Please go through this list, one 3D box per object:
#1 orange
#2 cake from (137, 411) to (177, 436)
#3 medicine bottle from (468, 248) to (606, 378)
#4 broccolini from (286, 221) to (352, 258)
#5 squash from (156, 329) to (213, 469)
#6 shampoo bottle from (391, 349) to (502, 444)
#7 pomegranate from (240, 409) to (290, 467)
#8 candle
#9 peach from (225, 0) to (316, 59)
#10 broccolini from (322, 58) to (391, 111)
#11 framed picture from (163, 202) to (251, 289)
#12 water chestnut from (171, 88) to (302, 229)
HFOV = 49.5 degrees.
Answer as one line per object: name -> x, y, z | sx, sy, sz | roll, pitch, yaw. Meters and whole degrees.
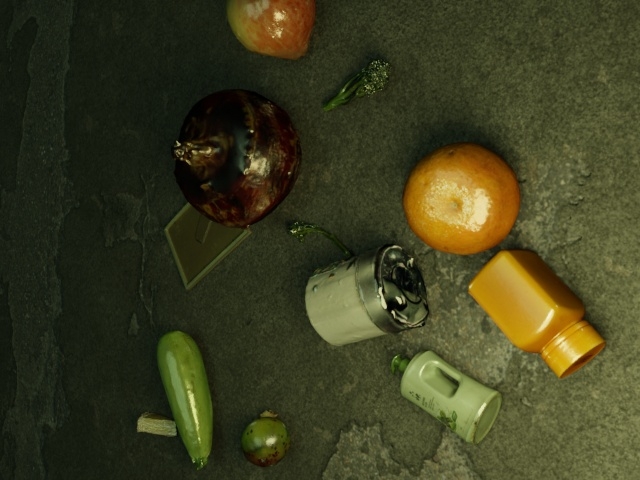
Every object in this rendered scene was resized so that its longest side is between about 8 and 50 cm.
orange -> 0.271, -0.079, 1.327 | 0.224, 0.170, 0.224 | 7, 104, 28
cake -> -0.457, 0.527, 1.990 | 0.121, 0.065, 0.052 | 3, 89, 17
medicine bottle -> 0.387, 0.126, 1.230 | 0.112, 0.149, 0.222 | -52, 59, 26
broccolini -> 0.002, -0.007, 1.630 | 0.194, 0.054, 0.052 | 20, 81, 37
squash -> -0.347, 0.417, 1.852 | 0.118, 0.118, 0.371 | -30, 73, 35
shampoo bottle -> 0.236, 0.294, 1.386 | 0.234, 0.087, 0.118 | 30, 109, 37
pomegranate -> -0.128, 0.480, 1.670 | 0.130, 0.130, 0.130 | -3, 86, 40
candle -> 0.063, 0.130, 1.482 | 0.330, 0.187, 0.188 | -21, 74, 38
peach -> -0.108, -0.538, 1.670 | 0.232, 0.232, 0.233 | -3, 86, 40
broccolini -> 0.087, -0.345, 1.583 | 0.202, 0.068, 0.091 | -26, 58, 52
framed picture -> -0.319, -0.028, 1.911 | 0.289, 0.020, 0.211 | -41, 63, 31
water chestnut -> -0.218, -0.199, 1.653 | 0.350, 0.302, 0.351 | -8, 79, 41
